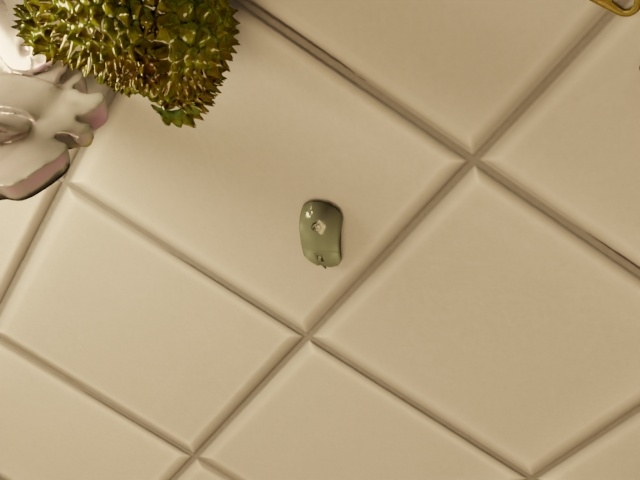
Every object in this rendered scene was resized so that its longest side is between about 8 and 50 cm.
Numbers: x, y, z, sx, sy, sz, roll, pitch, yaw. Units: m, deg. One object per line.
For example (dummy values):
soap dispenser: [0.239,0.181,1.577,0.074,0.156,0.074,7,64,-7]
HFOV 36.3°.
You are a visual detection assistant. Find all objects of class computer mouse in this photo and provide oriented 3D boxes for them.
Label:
computer mouse: [0.000,0.000,1.249,0.056,0.032,0.110,9,130,15]

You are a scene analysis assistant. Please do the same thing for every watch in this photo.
watch: [-0.362,-0.189,1.087,0.196,0.244,0.231,7,137,16]

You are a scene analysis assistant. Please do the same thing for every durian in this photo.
durian: [-0.190,-0.235,1.011,0.237,0.200,0.176,37,142,-4]

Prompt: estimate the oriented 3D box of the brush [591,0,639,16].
brush: [0.221,-0.270,0.958,0.205,0.011,0.083,24,132,-1]
